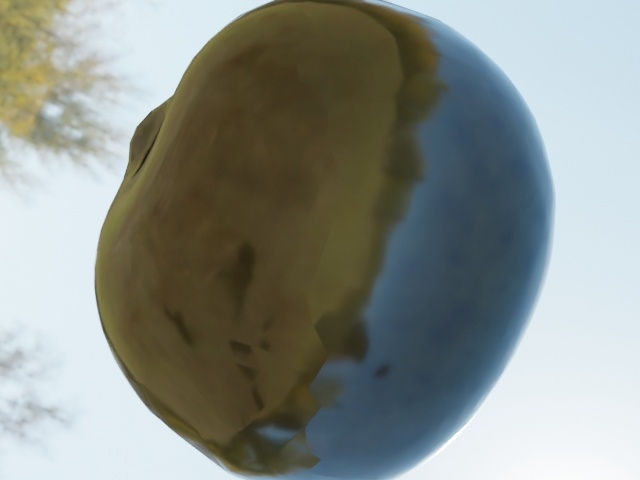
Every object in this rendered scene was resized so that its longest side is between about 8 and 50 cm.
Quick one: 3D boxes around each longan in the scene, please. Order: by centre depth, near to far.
[{"bbox_3d":[0.000,0.000,1.035,0.361,0.361,0.361,-51,-155,35],"label":"longan"}]
